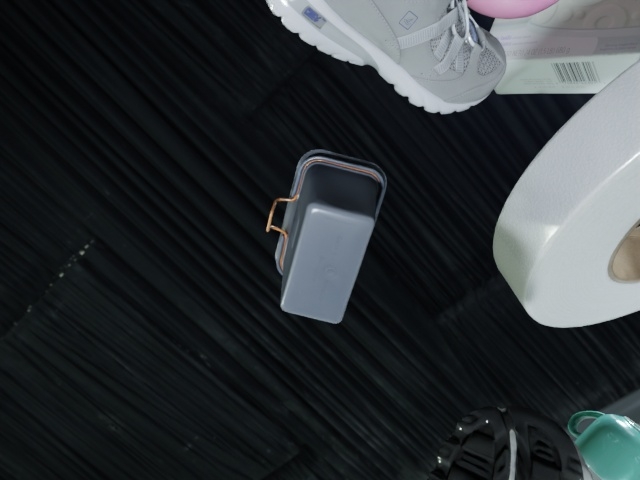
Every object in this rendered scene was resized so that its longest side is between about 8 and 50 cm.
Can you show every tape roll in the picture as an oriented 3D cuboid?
[{"bbox_3d":[0.368,-0.048,0.535,0.392,0.392,0.072,-39,50,22],"label":"tape roll"}]

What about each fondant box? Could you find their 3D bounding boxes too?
[{"bbox_3d":[0.418,-0.391,0.813,0.238,0.096,0.331,14,77,44],"label":"fondant box"}]

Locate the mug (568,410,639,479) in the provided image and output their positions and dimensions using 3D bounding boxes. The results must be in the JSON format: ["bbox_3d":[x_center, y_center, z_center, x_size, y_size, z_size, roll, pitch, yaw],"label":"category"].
[{"bbox_3d":[0.501,0.348,0.889,0.097,0.157,0.129,-53,-29,10],"label":"mug"}]

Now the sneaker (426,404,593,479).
[{"bbox_3d":[0.076,0.232,0.291,0.100,0.108,0.272,23,73,45],"label":"sneaker"}]

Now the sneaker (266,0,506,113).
[{"bbox_3d":[0.090,-0.187,0.436,0.281,0.105,0.115,2,-28,-45],"label":"sneaker"}]

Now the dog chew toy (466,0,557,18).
[{"bbox_3d":[0.259,-0.389,0.646,0.206,0.207,0.332,-40,9,17],"label":"dog chew toy"}]

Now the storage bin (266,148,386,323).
[{"bbox_3d":[0.000,0.000,0.465,0.091,0.098,0.135,-84,10,-63],"label":"storage bin"}]
